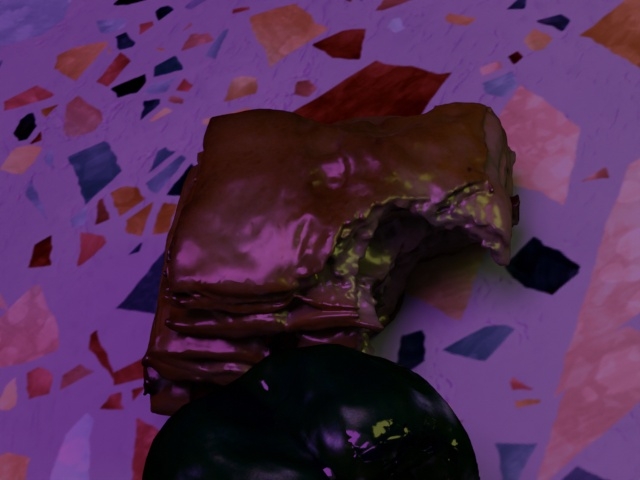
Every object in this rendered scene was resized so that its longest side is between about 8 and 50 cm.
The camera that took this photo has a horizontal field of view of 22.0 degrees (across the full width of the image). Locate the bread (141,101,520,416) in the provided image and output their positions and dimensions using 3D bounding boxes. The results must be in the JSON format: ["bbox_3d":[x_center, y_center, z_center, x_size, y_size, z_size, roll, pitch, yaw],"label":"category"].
[{"bbox_3d":[0.000,0.000,1.563,0.369,0.191,0.314,-10,44,17],"label":"bread"}]

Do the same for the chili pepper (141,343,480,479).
[{"bbox_3d":[-0.010,0.220,1.334,0.248,0.233,0.256,-25,31,-20],"label":"chili pepper"}]
